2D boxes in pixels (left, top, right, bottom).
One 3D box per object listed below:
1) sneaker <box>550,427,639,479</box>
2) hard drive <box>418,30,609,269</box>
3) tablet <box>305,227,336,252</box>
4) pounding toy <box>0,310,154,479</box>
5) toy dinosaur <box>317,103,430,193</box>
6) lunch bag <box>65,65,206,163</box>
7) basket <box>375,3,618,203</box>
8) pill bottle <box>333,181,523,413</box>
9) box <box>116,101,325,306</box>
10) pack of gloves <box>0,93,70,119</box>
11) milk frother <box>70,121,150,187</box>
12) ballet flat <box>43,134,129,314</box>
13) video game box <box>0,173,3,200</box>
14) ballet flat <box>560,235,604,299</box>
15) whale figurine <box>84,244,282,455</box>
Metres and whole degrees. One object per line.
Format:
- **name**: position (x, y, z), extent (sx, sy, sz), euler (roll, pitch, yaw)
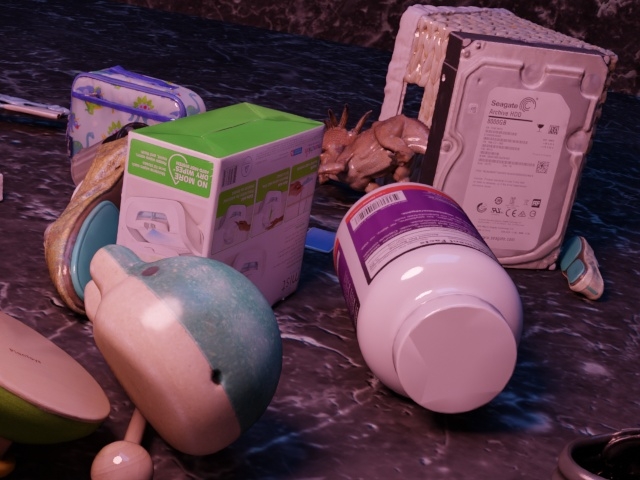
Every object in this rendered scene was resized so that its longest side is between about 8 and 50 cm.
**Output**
- **sneaker**: position (0.307, 0.234, 0.876), extent (0.296, 0.147, 0.104), euler (4, 19, -18)
- **hard drive**: position (0.271, -0.123, 1.549), extent (0.237, 0.339, 0.064), euler (4, 20, -18)
- **tablet**: position (0.000, 0.000, 1.570), extent (0.054, 0.006, 0.083), euler (15, 22, 14)
- **pounding toy**: position (-0.267, 0.157, 0.923), extent (0.237, 0.110, 0.183), euler (35, 2, -16)
- **toy dinosaur**: position (0.092, -0.151, 1.732), extent (0.295, 0.127, 0.200), euler (-12, 38, 26)
- **lunch bag**: position (-0.291, -0.174, 1.656), extent (0.219, 0.176, 0.090), euler (18, 21, 20)
- **basket**: position (0.296, -0.216, 1.834), extent (0.266, 0.328, 0.331), euler (27, 26, 35)
- **pill bottle**: position (0.120, 0.062, 1.204), extent (0.181, 0.181, 0.323), euler (6, 21, -9)
- **box**: position (-0.115, -0.025, 1.255), extent (0.127, 0.231, 0.262), euler (18, 22, 21)
- **pack of gloves**: position (-0.578, -0.236, 1.915), extent (0.232, 0.046, 0.195), euler (11, 8, -6)
- **milk frother**: position (-0.297, -0.079, 1.531), extent (0.135, 0.129, 0.143), euler (-18, 27, 47)
- **ballet flat**: position (-0.280, -0.023, 1.320), extent (0.123, 0.123, 0.348), euler (12, 38, 5)
- **video game box**: position (-0.580, -0.081, 1.460), extent (0.205, 0.048, 0.187), euler (18, 19, 20)
- **ballet flat**: position (0.395, 0.046, 1.589), extent (0.052, 0.057, 0.168), euler (37, 23, -6)
- **whale figurine**: position (-0.132, 0.085, 0.984), extent (0.141, 0.216, 0.272), euler (-34, 20, -19)
